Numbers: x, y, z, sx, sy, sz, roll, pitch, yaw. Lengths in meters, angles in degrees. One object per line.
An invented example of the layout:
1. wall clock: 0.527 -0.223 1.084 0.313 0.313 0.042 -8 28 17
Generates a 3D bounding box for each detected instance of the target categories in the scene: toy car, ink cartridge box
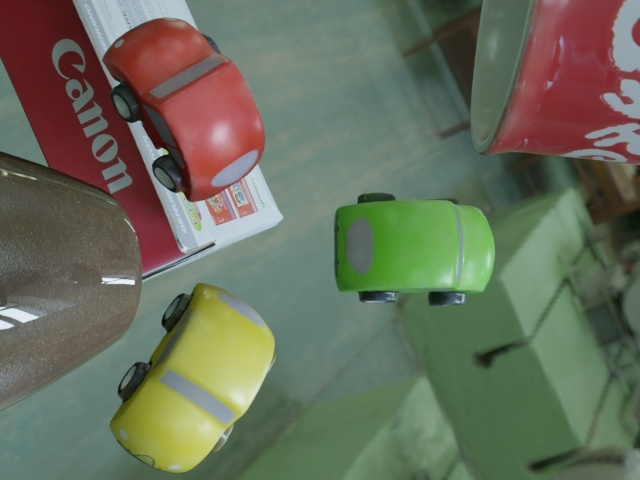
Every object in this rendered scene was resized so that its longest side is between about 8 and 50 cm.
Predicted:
1. toy car: 0.000 0.000 0.705 0.224 0.053 0.239 1 84 -22
2. ink cartridge box: -0.188 -0.120 1.247 0.310 0.130 0.272 66 17 0

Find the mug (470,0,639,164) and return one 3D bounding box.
1. mug: 0.142 -0.076 0.432 0.150 0.169 0.113 -84 -177 -72

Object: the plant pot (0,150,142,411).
1. plant pot: -0.228 0.024 0.786 0.230 0.215 0.215 -6 72 -45
